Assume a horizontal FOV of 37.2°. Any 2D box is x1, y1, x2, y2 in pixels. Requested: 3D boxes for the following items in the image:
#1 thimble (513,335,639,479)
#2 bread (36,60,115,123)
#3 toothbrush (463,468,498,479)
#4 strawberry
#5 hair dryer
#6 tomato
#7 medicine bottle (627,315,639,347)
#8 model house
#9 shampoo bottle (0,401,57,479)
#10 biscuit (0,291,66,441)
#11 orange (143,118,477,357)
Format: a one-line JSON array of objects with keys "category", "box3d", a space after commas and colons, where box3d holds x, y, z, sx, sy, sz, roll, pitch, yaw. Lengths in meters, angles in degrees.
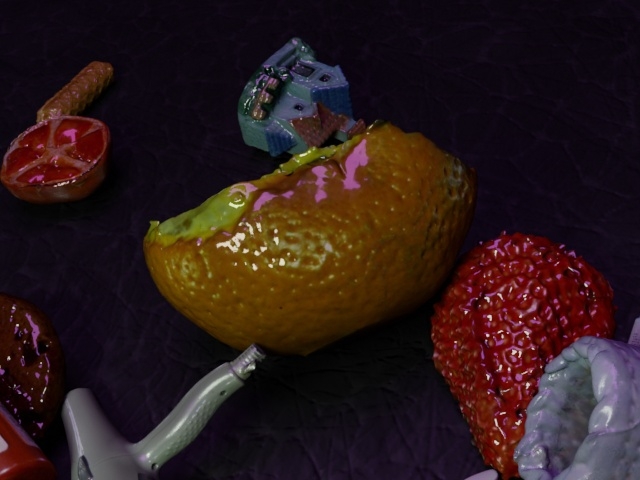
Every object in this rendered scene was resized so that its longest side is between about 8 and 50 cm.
[{"category": "thimble", "box3d": [0.239, 0.157, 0.777, 0.117, 0.151, 0.127, 16, 14, -13]}, {"category": "bread", "box3d": [-0.363, -0.216, 1.422, 0.052, 0.044, 0.157, 8, 45, 29]}, {"category": "toothbrush", "box3d": [0.046, 0.272, 0.816, 0.269, 0.027, 0.021, -28, 28, -17]}, {"category": "strawberry", "box3d": [0.198, 0.084, 0.926, 0.188, 0.106, 0.286, -4, 43, 11]}, {"category": "hair dryer", "box3d": [-0.176, 0.173, 0.911, 0.219, 0.088, 0.225, 14, 67, 46]}, {"category": "tomato", "box3d": [-0.343, -0.099, 1.272, 0.155, 0.069, 0.156, -7, 46, 7]}, {"category": "medicine bottle", "box3d": [0.316, 0.109, 0.894, 0.055, 0.074, 0.118, 12, 47, 25]}, {"category": "model house", "box3d": [-0.009, -0.170, 1.250, 0.148, 0.119, 0.148, 25, 54, 24]}, {"category": "shampoo bottle", "box3d": [-0.314, 0.203, 0.864, 0.104, 0.104, 0.278, -37, 60, -25]}, {"category": "biscuit", "box3d": [-0.348, 0.146, 0.981, 0.192, 0.049, 0.192, -6, 67, 15]}, {"category": "orange", "box3d": [0.002, 0.010, 0.958, 0.334, 0.196, 0.262, -24, 4, -18]}]
